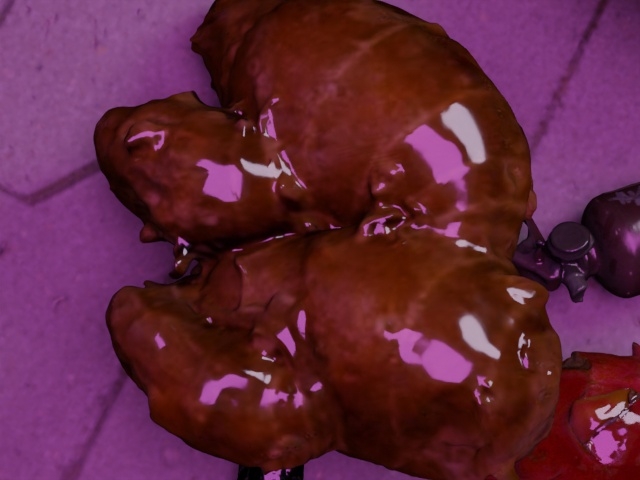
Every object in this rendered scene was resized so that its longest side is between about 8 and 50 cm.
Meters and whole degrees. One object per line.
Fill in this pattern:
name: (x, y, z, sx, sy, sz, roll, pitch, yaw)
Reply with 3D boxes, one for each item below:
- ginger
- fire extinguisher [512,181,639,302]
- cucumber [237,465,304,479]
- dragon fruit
ginger: (0.002, -0.010, 1.077, 0.274, 0.152, 0.357, -7, 71, 3)
fire extinguisher: (0.224, -0.013, 1.171, 0.252, 0.106, 0.075, -18, 124, -8)
cucumber: (-0.033, 0.143, 1.120, 0.053, 0.053, 0.181, 3, 82, -7)
dragon fruit: (0.176, 0.134, 1.108, 0.166, 0.133, 0.136, -4, 75, 3)
